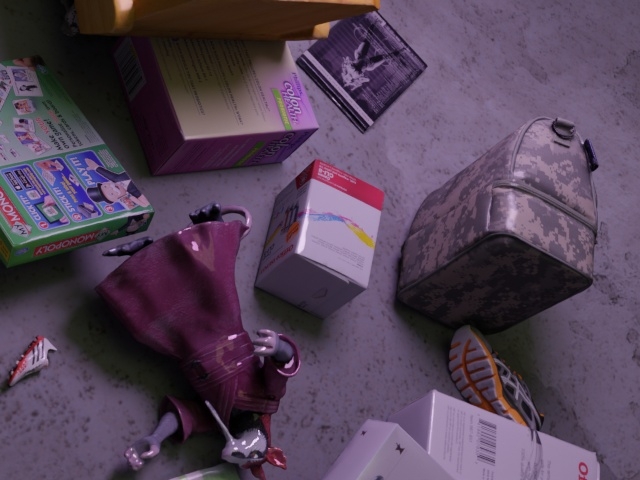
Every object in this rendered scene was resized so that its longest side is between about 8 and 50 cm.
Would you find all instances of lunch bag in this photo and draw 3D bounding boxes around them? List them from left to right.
[{"bbox_3d":[0.280,-0.028,2.045,0.212,0.305,0.256,23,56,-23],"label":"lunch bag"}]

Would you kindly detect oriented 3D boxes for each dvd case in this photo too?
[{"bbox_3d":[0.074,-0.300,2.240,0.164,0.018,0.221,47,49,-5],"label":"dvd case"}]

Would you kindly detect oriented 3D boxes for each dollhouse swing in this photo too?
[{"bbox_3d":[-0.127,-0.413,1.812,0.347,0.305,0.315,-4,76,-34],"label":"dollhouse swing"}]

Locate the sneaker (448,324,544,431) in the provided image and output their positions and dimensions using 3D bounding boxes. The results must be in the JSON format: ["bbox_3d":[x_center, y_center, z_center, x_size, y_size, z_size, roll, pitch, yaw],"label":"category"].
[{"bbox_3d":[0.274,0.225,2.055,0.083,0.084,0.215,-30,94,-43],"label":"sneaker"}]

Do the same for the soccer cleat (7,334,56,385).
[{"bbox_3d":[-0.368,0.158,1.687,0.035,0.029,0.083,37,46,-7],"label":"soccer cleat"}]

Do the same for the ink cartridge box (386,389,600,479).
[{"bbox_3d":[0.245,0.381,1.912,0.307,0.129,0.223,23,54,-22],"label":"ink cartridge box"}]

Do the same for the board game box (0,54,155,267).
[{"bbox_3d":[-0.391,-0.114,1.743,0.213,0.046,0.317,-17,57,-38],"label":"board game box"}]

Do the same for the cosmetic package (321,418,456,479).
[{"bbox_3d":[0.063,0.461,1.666,0.284,0.097,0.377,43,71,-15],"label":"cosmetic package"}]

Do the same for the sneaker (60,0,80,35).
[{"bbox_3d":[-0.394,-0.472,1.943,0.182,0.158,0.410,-27,80,-32],"label":"sneaker"}]

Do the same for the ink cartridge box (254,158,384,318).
[{"bbox_3d":[0.000,0.000,1.954,0.127,0.128,0.176,26,53,-20],"label":"ink cartridge box"}]

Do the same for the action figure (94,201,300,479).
[{"bbox_3d":[-0.152,0.155,1.776,0.370,0.248,0.276,65,9,-2],"label":"action figure"}]

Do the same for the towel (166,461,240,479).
[{"bbox_3d":[-0.201,0.430,1.646,0.325,0.038,0.248,-11,72,-37],"label":"towel"}]

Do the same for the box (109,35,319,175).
[{"bbox_3d":[-0.159,-0.226,1.978,0.243,0.117,0.213,-10,71,-36],"label":"box"}]
